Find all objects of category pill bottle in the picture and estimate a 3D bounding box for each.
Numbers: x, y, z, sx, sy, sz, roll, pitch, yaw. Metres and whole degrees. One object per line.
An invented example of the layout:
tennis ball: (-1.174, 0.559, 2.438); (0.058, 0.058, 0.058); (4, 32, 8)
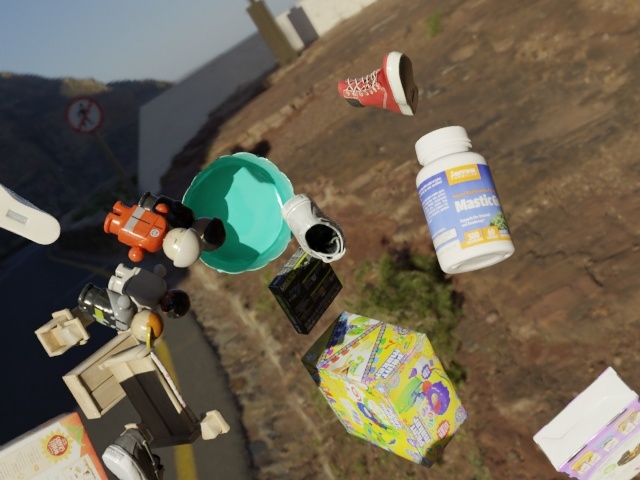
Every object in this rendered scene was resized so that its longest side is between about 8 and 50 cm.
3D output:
pill bottle: (0.279, -0.083, 1.653); (0.152, 0.272, 0.152); (-14, -15, -4)

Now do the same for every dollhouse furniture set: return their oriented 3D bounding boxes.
dollhouse furniture set: (-0.328, 0.224, 1.598); (0.355, 0.303, 0.174); (-18, 16, 41)

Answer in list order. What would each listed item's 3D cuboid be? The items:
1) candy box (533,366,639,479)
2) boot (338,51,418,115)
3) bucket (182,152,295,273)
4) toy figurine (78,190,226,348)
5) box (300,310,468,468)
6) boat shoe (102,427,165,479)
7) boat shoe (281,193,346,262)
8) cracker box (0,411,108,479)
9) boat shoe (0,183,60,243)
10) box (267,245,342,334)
candy box: (0.454, 0.304, 1.296); (0.165, 0.196, 0.070); (-47, 41, 12)
boot: (0.113, -0.343, 1.803); (0.176, 0.089, 0.244); (10, -11, 14)
bucket: (-0.191, -0.063, 1.940); (0.281, 0.281, 0.183); (-34, 7, -5)
toy figurine: (-0.253, 0.041, 1.275); (0.213, 0.148, 0.210); (-55, -12, -80)
box: (0.154, 0.354, 1.984); (0.279, 0.290, 0.177); (12, 50, 48)
boat shoe: (-0.295, 0.385, 1.375); (0.080, 0.229, 0.076); (18, 53, 27)
boat shoe: (0.001, -0.001, 1.453); (0.079, 0.081, 0.227); (-36, -29, 4)
cracker box: (-0.452, 0.384, 1.262); (0.232, 0.156, 0.067); (-26, 5, -37)
boat shoe: (-0.496, -0.054, 1.299); (0.063, 0.184, 0.066); (11, 76, 60)
box: (-0.037, 0.125, 2.230); (0.045, 0.184, 0.191); (1, 44, 44)
